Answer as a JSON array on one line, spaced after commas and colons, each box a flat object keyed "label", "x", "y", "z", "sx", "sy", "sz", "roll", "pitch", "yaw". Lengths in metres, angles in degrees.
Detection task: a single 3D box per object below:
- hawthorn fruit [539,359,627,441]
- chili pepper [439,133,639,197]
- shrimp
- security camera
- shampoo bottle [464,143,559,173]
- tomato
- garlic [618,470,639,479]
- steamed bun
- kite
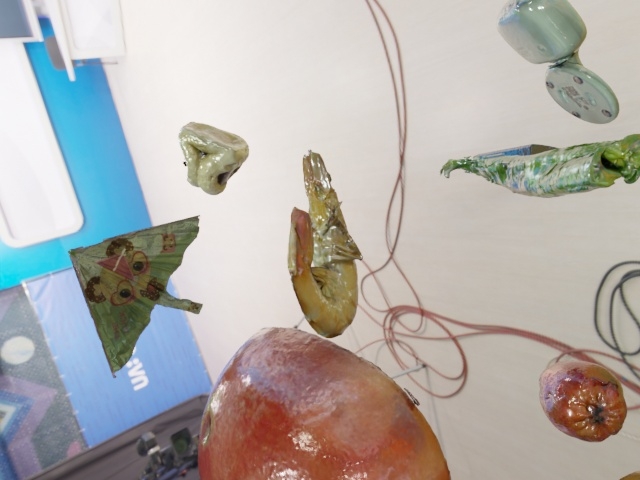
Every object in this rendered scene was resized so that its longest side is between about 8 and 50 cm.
[{"label": "hawthorn fruit", "x": 0.573, "y": 0.351, "z": 0.978, "sx": 0.173, "sy": 0.173, "sz": 0.179, "roll": 55, "pitch": 167, "yaw": 23}, {"label": "chili pepper", "x": 0.278, "y": -0.095, "z": 0.609, "sx": 0.076, "sy": 0.085, "sz": 0.359, "roll": 56, "pitch": 177, "yaw": -10}, {"label": "shrimp", "x": -0.007, "y": 0.001, "z": 0.369, "sx": 0.045, "sy": 0.095, "sz": 0.162, "roll": -13, "pitch": 88, "yaw": 42}, {"label": "security camera", "x": 0.458, "y": -0.342, "z": 0.831, "sx": 0.301, "sy": 0.080, "sz": 0.157, "roll": 43, "pitch": -174, "yaw": -13}, {"label": "shampoo bottle", "x": 0.524, "y": -0.221, "z": 1.257, "sx": 0.309, "sy": 0.098, "sz": 0.071, "roll": -161, "pitch": 76, "yaw": -75}, {"label": "tomato", "x": -0.030, "y": 0.274, "z": 0.493, "sx": 0.338, "sy": 0.144, "sz": 0.338, "roll": 14, "pitch": 111, "yaw": 41}, {"label": "garlic", "x": 0.619, "y": 0.466, "z": 0.794, "sx": 0.207, "sy": 0.115, "sz": 0.128, "roll": -35, "pitch": 97, "yaw": 18}, {"label": "steamed bun", "x": -0.274, "y": -0.193, "z": 1.105, "sx": 0.172, "sy": 0.141, "sz": 0.155, "roll": 23, "pitch": 113, "yaw": 2}, {"label": "kite", "x": -0.311, "y": 0.076, "z": 0.776, "sx": 0.013, "sy": 0.323, "sz": 0.268, "roll": 11, "pitch": 158, "yaw": 43}]
